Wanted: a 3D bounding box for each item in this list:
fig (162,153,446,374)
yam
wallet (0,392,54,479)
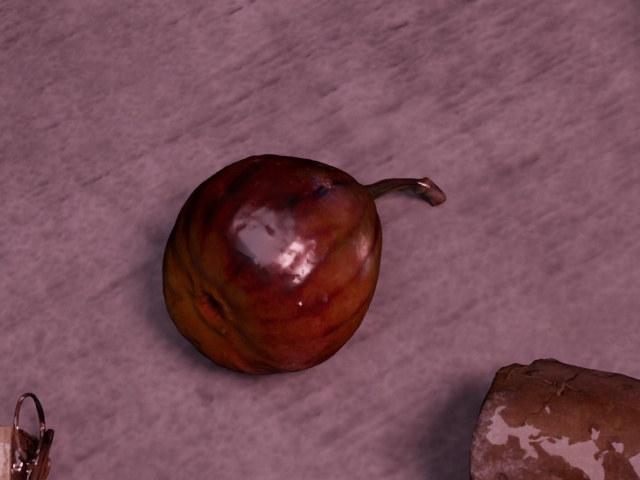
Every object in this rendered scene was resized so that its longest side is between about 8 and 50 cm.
[{"bbox_3d":[-0.021,-0.001,0.800,0.148,0.149,0.202,33,84,6],"label":"fig"},{"bbox_3d":[0.236,0.151,0.686,0.279,0.131,0.131,12,68,21],"label":"yam"},{"bbox_3d":[-0.319,0.274,0.783,0.274,0.068,0.336,-4,65,9],"label":"wallet"}]
